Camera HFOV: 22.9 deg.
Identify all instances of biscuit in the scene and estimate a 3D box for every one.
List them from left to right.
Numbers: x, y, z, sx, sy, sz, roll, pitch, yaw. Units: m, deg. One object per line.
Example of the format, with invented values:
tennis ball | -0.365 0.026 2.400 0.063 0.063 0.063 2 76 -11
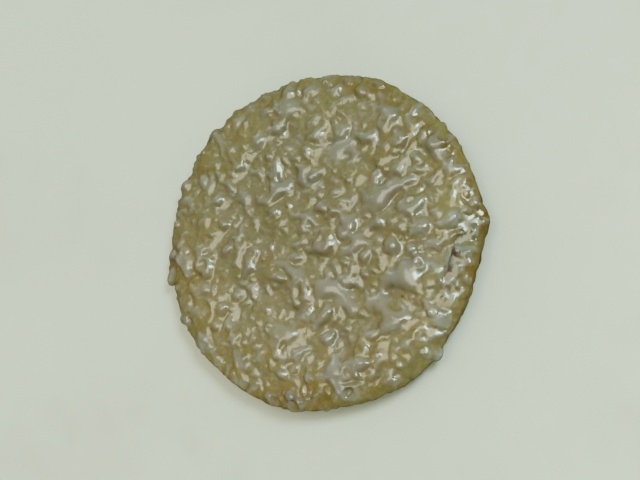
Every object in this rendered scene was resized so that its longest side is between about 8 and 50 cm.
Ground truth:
biscuit | 0.000 0.000 0.539 0.120 0.015 0.120 -5 77 23
